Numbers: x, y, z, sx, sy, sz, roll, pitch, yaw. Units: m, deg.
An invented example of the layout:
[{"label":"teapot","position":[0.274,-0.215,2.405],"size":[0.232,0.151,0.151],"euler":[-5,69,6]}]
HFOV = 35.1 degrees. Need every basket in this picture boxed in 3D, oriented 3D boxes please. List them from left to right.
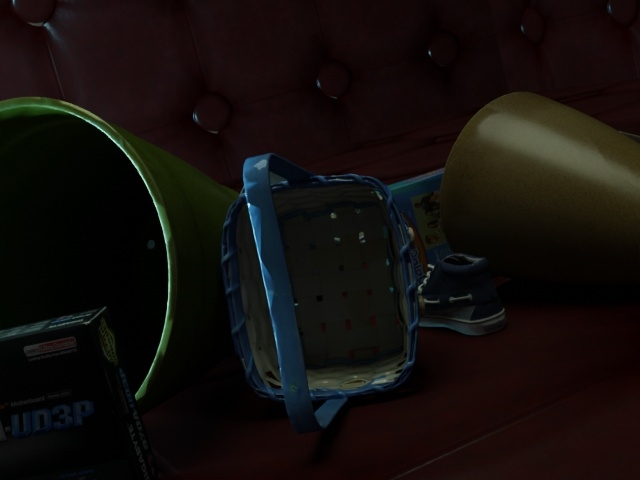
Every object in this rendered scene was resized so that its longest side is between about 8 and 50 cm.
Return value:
[{"label":"basket","position":[-0.004,0.043,1.024],"size":[0.201,0.255,0.289],"euler":[-9,0,18]}]

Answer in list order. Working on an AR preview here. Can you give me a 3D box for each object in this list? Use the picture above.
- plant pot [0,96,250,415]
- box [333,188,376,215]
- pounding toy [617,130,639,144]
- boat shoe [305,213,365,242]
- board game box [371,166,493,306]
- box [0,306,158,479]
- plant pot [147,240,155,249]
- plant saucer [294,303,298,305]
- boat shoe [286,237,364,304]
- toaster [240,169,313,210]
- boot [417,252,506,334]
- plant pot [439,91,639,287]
[{"label":"plant pot","position":[-0.228,0.042,1.177],"size":[0.366,0.367,0.353],"euler":[-10,-5,24]},{"label":"box","position":[0.045,-0.047,1.970],"size":[0.126,0.072,0.137],"euler":[-8,13,39]},{"label":"pounding toy","position":[0.432,-0.093,1.529],"size":[0.100,0.141,0.130],"euler":[12,4,-13]},{"label":"boat shoe","position":[0.000,0.000,1.708],"size":[0.302,0.094,0.109],"euler":[-22,12,-34]},{"label":"board game box","position":[0.170,-0.015,1.358],"size":[0.210,0.160,0.047],"euler":[-18,10,-20]},{"label":"box","position":[-0.281,0.170,0.950],"size":[0.220,0.175,0.051],"euler":[-12,11,12]},{"label":"plant pot","position":[-0.268,0.020,1.626],"size":[0.167,0.188,0.187],"euler":[-28,51,-1]},{"label":"plant saucer","position":[-0.062,0.115,1.376],"size":[0.119,0.021,0.119],"euler":[-14,10,2]},{"label":"boat shoe","position":[-0.082,0.050,1.505],"size":[0.302,0.114,0.091],"euler":[-18,5,-12]},{"label":"toaster","position":[-0.094,-0.061,1.902],"size":[0.110,0.168,0.185],"euler":[24,-8,-16]},{"label":"boot","position":[0.148,0.056,1.208],"size":[0.069,0.086,0.190],"euler":[-20,12,-29]},{"label":"plant pot","position":[0.311,-0.038,1.195],"size":[0.237,0.237,0.254],"euler":[-20,27,-29]}]
